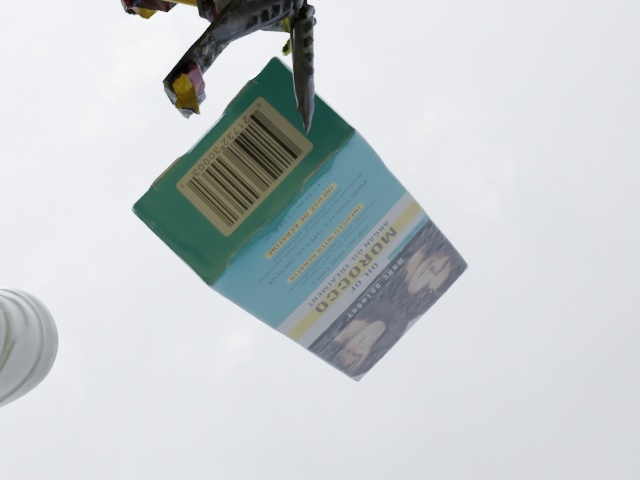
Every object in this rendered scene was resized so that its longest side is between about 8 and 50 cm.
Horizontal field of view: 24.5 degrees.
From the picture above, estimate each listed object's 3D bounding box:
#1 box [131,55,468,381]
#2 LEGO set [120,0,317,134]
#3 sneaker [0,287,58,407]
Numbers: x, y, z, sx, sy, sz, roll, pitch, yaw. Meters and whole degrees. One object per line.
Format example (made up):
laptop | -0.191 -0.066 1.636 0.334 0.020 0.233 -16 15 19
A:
box | 0.000 0.000 0.773 0.100 0.244 0.060 -47 -114 1
LEGO set | -0.004 -0.224 0.527 0.192 0.255 0.331 17 -52 27
sneaker | -0.321 0.112 0.916 0.292 0.169 0.108 -34 -103 7
